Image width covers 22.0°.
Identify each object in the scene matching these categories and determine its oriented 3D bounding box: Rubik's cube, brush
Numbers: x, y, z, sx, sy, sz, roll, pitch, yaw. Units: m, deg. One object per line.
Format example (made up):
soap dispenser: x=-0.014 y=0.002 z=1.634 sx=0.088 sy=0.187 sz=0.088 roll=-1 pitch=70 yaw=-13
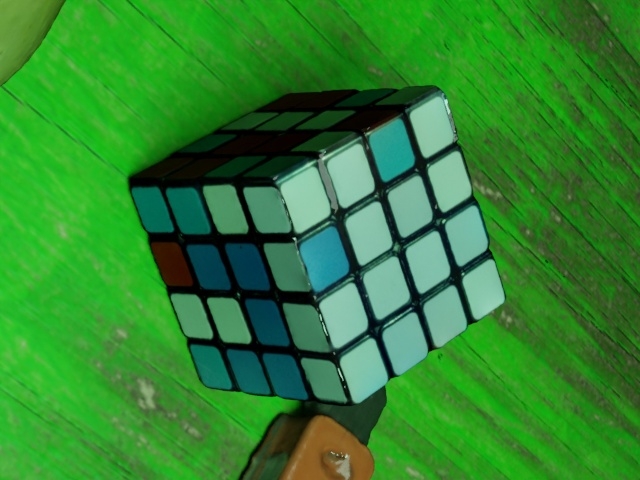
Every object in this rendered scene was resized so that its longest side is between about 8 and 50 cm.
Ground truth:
Rubik's cube: x=0.000 y=0.000 z=1.045 sx=0.155 sy=0.151 sz=0.154 roll=-32 pitch=112 yaw=-36
brush: x=-0.038 y=0.216 z=1.078 sx=0.070 sy=0.051 sz=0.323 roll=45 pitch=63 yaw=-34

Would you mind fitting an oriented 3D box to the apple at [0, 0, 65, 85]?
apple: x=-0.241 y=-0.167 z=0.770 sx=0.279 sy=0.279 sz=0.279 roll=-1 pitch=91 yaw=-41
